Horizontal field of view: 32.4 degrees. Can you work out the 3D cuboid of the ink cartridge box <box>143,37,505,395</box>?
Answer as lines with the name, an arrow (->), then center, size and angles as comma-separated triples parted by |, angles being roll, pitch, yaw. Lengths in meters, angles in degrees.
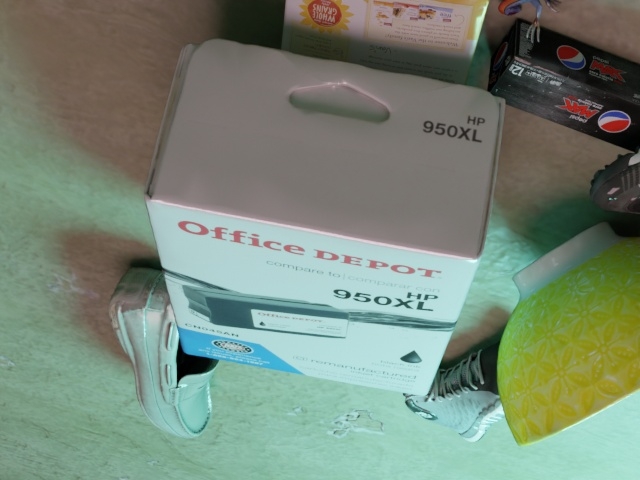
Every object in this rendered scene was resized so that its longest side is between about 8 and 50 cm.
ink cartridge box -> 0.000, 0.000, 1.075 | 0.285, 0.166, 0.395 | 10, 156, 3

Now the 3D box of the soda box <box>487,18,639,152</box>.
soda box -> 0.239, -0.136, 0.994 | 0.169, 0.053, 0.060 | 19, 143, -9

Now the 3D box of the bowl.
bowl -> 0.289, 0.074, 1.139 | 0.289, 0.289, 0.156 | -39, 77, 45

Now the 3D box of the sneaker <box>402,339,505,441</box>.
sneaker -> 0.170, 0.183, 1.396 | 0.132, 0.086, 0.229 | 16, 143, -2

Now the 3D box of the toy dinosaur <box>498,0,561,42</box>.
toy dinosaur -> 0.189, -0.217, 0.934 | 0.082, 0.047, 0.090 | 1, 109, 28

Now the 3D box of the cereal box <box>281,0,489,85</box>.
cereal box -> 0.049, -0.162, 1.014 | 0.173, 0.047, 0.240 | 12, 144, 1

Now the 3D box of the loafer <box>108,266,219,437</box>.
loafer -> -0.184, 0.161, 1.437 | 0.111, 0.112, 0.319 | 9, 143, 17

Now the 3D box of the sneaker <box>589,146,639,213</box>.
sneaker -> 0.362, -0.036, 0.992 | 0.234, 0.106, 0.078 | -4, 149, -12
